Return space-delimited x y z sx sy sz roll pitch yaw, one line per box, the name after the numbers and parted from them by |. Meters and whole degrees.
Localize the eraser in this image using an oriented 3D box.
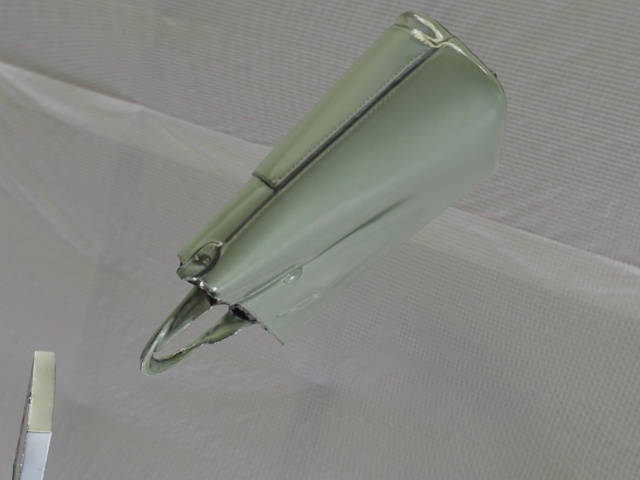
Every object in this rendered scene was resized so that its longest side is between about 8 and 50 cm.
-0.262 0.188 0.821 0.104 0.023 0.150 -110 -147 -53 | eraser

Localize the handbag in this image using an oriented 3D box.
0.000 0.000 0.658 0.109 0.241 0.315 41 -95 18 | handbag
